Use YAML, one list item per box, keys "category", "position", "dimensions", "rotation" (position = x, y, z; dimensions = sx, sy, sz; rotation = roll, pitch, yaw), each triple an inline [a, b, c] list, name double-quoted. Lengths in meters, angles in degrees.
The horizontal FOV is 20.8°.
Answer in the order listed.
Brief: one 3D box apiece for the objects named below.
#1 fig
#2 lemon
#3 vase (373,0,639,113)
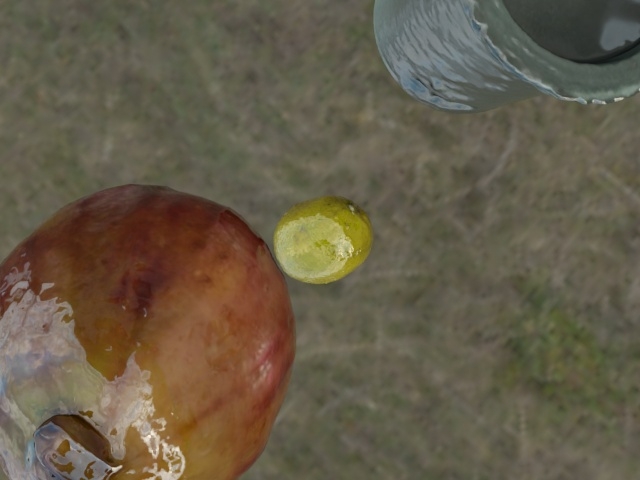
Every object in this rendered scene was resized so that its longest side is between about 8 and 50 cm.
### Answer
- category: "fig"
  position: [-0.136, 0.086, 1.208]
  dimensions: [0.224, 0.263, 0.224]
  rotation: [10, 147, 7]
- category: "lemon"
  position: [0.000, 0.000, 1.595]
  dimensions: [0.110, 0.082, 0.082]
  rotation: [-23, 110, 47]
- category: "vase"
  position: [0.175, -0.214, 1.565]
  dimensions: [0.245, 0.245, 0.291]
  rotation: [49, 161, -8]
